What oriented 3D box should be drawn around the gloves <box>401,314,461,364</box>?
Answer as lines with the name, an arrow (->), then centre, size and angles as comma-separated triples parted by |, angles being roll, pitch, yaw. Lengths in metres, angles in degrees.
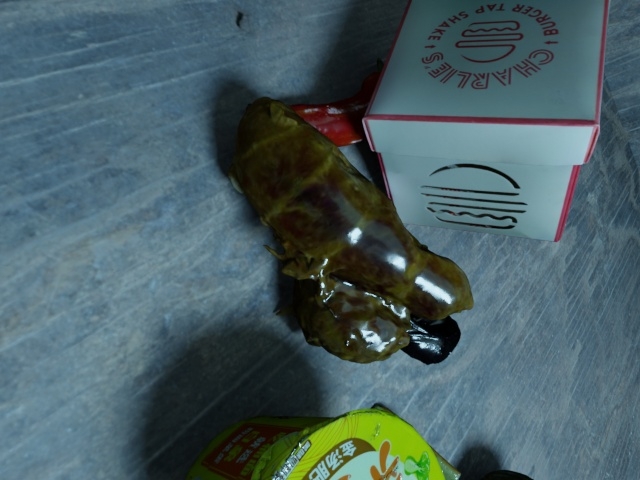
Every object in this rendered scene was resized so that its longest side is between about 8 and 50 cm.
gloves -> 0.153, 0.121, 0.792 | 0.203, 0.124, 0.164 | 44, 32, 1

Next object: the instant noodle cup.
instant noodle cup -> -0.024, 0.341, 0.533 | 0.312, 0.222, 0.311 | 10, 75, -38

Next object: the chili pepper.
chili pepper -> 0.048, -0.239, 0.795 | 0.368, 0.092, 0.137 | -35, 91, -41

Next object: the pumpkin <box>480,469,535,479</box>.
pumpkin -> 0.348, 0.543, 0.836 | 0.224, 0.157, 0.223 | 2, 88, -53

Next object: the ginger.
ginger -> 0.000, 0.000, 0.646 | 0.254, 0.176, 0.418 | -40, 94, 9

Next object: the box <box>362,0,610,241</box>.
box -> 0.286, -0.212, 0.778 | 0.300, 0.315, 0.312 | 60, 44, -54

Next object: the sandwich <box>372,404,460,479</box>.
sandwich -> 0.124, 0.402, 0.776 | 0.187, 0.144, 0.117 | 39, 51, 16
